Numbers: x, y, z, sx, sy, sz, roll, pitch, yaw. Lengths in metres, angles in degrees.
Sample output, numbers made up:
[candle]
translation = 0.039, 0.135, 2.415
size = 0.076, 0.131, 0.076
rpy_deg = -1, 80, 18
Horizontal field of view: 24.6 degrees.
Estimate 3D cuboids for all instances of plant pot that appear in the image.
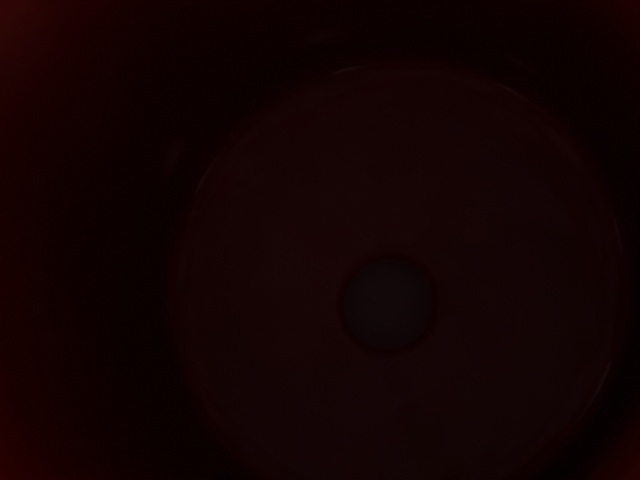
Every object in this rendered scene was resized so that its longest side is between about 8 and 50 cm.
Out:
[plant pot]
translation = 0.000, 0.000, 0.452
size = 0.275, 0.275, 0.243
rpy_deg = -49, 162, 1
